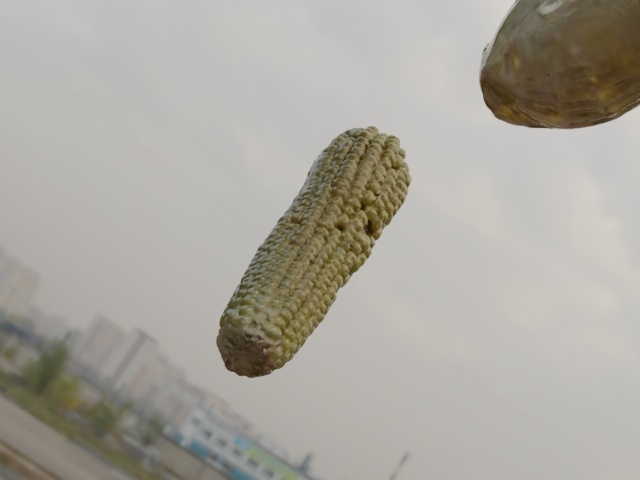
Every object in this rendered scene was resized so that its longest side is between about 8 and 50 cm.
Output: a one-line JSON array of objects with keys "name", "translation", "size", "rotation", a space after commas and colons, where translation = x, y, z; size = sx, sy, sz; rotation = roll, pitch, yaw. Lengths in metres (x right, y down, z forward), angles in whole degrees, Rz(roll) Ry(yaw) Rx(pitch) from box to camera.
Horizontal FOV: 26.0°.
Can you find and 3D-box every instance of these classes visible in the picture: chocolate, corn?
[{"name": "chocolate", "translation": [0.255, -0.176, 1.063], "size": [0.309, 0.134, 0.134], "rotation": [-26, -53, 39]}, {"name": "corn", "translation": [0.000, 0.000, 1.278], "size": [0.097, 0.320, 0.097], "rotation": [18, -43, 18]}]
